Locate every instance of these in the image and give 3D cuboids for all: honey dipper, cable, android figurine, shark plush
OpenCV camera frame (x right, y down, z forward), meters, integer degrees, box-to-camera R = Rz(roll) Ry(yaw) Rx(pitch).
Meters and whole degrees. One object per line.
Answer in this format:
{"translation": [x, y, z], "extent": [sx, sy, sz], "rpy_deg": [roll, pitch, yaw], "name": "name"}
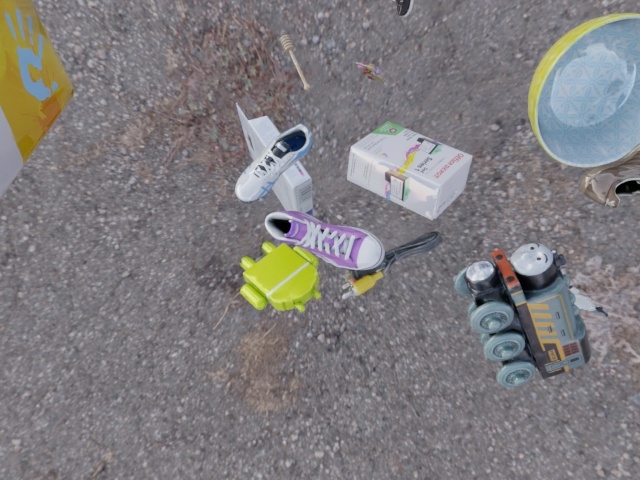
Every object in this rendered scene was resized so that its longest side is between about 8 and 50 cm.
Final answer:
{"translation": [-0.066, -0.479, 1.395], "extent": [0.030, 0.030, 0.161], "rpy_deg": [-24, 88, 2], "name": "honey dipper"}
{"translation": [0.175, 0.060, 1.303], "extent": [0.287, 0.139, 0.072], "rpy_deg": [-24, 101, 4], "name": "cable"}
{"translation": [-0.116, 0.110, 1.552], "extent": [0.248, 0.056, 0.272], "rpy_deg": [-39, 56, -24], "name": "android figurine"}
{"translation": [0.802, 0.187, 1.577], "extent": [0.161, 0.067, 0.073], "rpy_deg": [12, 80, 6], "name": "shark plush"}

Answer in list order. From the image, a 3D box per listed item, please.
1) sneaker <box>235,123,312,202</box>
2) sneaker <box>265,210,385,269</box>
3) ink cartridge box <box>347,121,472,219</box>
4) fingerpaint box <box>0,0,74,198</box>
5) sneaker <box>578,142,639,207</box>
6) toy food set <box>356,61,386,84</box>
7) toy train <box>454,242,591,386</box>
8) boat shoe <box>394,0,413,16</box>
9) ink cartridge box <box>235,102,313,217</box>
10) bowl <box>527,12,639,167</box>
{"translation": [-0.113, -0.186, 1.201], "extent": [0.085, 0.086, 0.237], "rpy_deg": [40, 75, 14], "name": "sneaker"}
{"translation": [-0.001, 0.001, 1.184], "extent": [0.281, 0.161, 0.102], "rpy_deg": [17, 94, 22], "name": "sneaker"}
{"translation": [0.245, -0.199, 1.416], "extent": [0.278, 0.201, 0.117], "rpy_deg": [29, 136, 24], "name": "ink cartridge box"}
{"translation": [-0.282, -0.163, 0.134], "extent": [0.163, 0.371, 0.445], "rpy_deg": [-10, 129, 0], "name": "fingerpaint box"}
{"translation": [0.516, -0.105, 0.837], "extent": [0.188, 0.066, 0.071], "rpy_deg": [-26, 52, -10], "name": "sneaker"}
{"translation": [0.146, -0.491, 1.488], "extent": [0.077, 0.122, 0.019], "rpy_deg": [24, 94, 19], "name": "toy food set"}
{"translation": [0.381, 0.142, 0.957], "extent": [0.190, 0.142, 0.334], "rpy_deg": [-24, 125, 13], "name": "toy train"}
{"translation": [0.126, -0.384, 0.781], "extent": [0.038, 0.125, 0.046], "rpy_deg": [-5, 86, -4], "name": "boat shoe"}
{"translation": [-0.129, -0.225, 1.572], "extent": [0.071, 0.324, 0.330], "rpy_deg": [-29, 73, -9], "name": "ink cartridge box"}
{"translation": [0.530, -0.308, 1.011], "extent": [0.289, 0.156, 0.290], "rpy_deg": [-3, 126, -4], "name": "bowl"}
